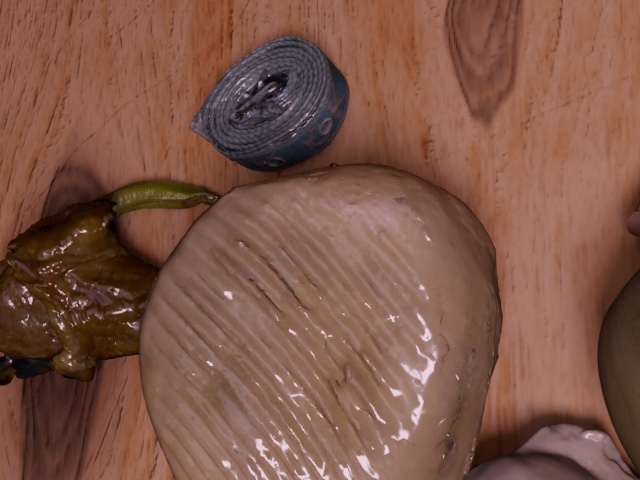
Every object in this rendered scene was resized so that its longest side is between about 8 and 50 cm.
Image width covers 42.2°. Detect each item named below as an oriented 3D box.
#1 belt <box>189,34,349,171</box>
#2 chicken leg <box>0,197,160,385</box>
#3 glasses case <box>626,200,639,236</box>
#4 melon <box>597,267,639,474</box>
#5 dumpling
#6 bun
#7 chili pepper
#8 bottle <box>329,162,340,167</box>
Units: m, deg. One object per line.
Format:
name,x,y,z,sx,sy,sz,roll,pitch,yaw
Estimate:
belt,-0.053,-0.155,0.953,0.148,0.082,0.163,38,95,31
chicken leg,-0.230,0.053,0.964,0.361,0.140,0.211,-9,96,13
glasses case,0.384,-0.017,0.733,0.194,0.070,0.102,17,58,29
melon,0.353,0.125,0.603,0.272,0.272,0.308,-42,35,11
dumpling,0.184,0.280,0.697,0.258,0.147,0.193,-42,51,-8
bun,-0.001,0.101,0.769,0.326,0.234,0.361,21,94,13
chili pepper,-0.218,-0.050,1.028,0.208,0.043,0.048,-14,60,21
bottle,0.000,0.000,0.905,0.060,0.060,0.164,24,89,28
